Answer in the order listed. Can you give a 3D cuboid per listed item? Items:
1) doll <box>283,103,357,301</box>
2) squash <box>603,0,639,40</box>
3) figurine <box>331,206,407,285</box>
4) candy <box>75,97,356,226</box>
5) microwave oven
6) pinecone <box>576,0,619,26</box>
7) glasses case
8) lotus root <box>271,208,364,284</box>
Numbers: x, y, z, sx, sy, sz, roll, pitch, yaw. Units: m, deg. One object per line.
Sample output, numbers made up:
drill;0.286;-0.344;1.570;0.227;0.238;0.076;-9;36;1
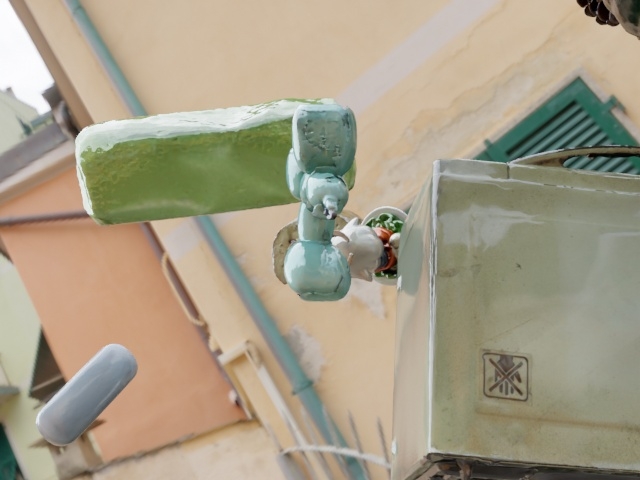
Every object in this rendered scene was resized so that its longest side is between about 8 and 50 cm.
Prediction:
doll;-0.002;-0.024;0.679;0.059;0.158;0.159;1;-23;-7
squash;0.337;-0.251;0.631;0.218;0.218;0.172;-37;-10;11
figurine;0.065;0.013;1.175;0.154;0.132;0.132;-6;-34;-47
candy;-0.130;-0.102;0.959;0.344;0.131;0.142;-7;10;-5
microwave oven;0.281;0.105;0.774;0.395;0.332;0.247;6;-24;-2
pinecone;0.468;-0.400;1.178;0.140;0.120;0.140;-5;-65;-11
glasses case;-0.351;0.231;1.157;0.045;0.067;0.178;-30;15;51
lotus root;0.000;0.000;1.724;0.235;0.138;0.119;-24;2;25
